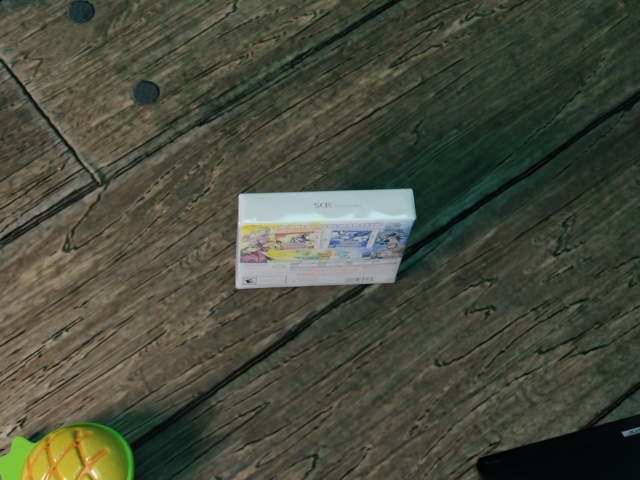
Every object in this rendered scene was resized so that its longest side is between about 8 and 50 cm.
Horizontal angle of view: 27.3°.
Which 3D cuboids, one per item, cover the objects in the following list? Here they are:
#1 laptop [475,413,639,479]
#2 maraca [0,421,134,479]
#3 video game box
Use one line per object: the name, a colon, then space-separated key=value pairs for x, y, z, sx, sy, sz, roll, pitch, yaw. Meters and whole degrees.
laptop: x=0.333 y=0.367 z=1.547 sx=0.234 sy=0.136 sz=0.264 roll=-13 pitch=94 yaw=-10
maraca: x=-0.294 y=0.269 z=1.492 sx=0.185 sy=0.099 sz=0.127 roll=-7 pitch=61 yaw=21
video game box: x=0.000 y=0.000 z=1.582 sx=0.205 sy=0.187 sz=0.048 roll=-2 pitch=67 yaw=-7
